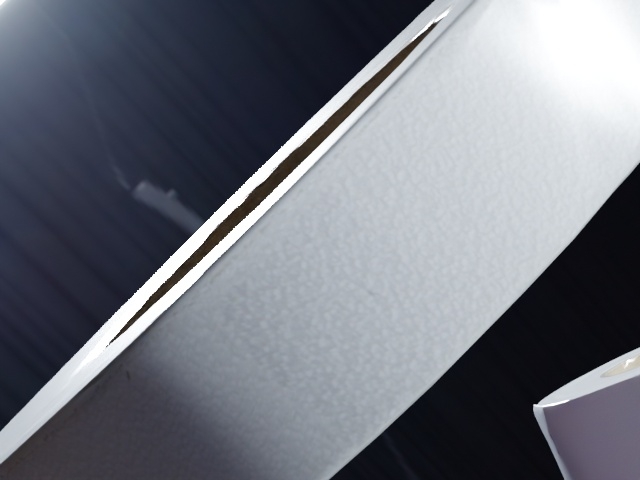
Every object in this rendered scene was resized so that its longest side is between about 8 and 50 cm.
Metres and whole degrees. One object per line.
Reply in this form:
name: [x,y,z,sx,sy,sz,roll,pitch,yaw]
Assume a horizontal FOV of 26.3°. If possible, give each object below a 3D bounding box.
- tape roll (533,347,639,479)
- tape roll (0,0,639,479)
tape roll: [0.346,0.141,1.271,0.286,0.100,0.286,-24,-4,-2]
tape roll: [0.000,0.000,0.560,0.392,0.072,0.392,-44,6,6]
